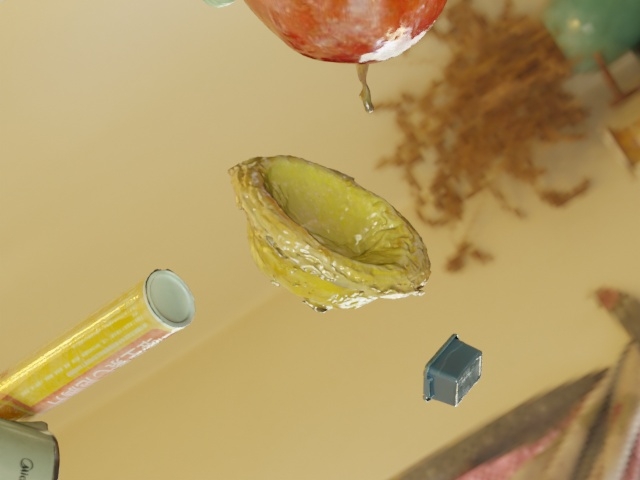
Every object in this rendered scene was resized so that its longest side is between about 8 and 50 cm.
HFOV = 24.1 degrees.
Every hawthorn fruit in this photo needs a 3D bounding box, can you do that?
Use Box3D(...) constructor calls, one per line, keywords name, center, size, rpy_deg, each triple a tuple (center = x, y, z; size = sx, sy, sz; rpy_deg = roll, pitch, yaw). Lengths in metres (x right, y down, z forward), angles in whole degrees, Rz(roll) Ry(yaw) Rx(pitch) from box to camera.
Box3D(name="hawthorn fruit", center=(0.031, -0.266, 1.572), size=(0.242, 0.242, 0.271), rpy_deg=(-104, -3, -71))

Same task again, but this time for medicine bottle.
Box3D(name="medicine bottle", center=(-0.358, 0.171, 2.197), size=(0.108, 0.426, 0.108), rpy_deg=(30, -136, -33))

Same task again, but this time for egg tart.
Box3D(name="egg tart", center=(0.000, 0.000, 2.048), size=(0.315, 0.120, 0.315), rpy_deg=(25, -155, -13))

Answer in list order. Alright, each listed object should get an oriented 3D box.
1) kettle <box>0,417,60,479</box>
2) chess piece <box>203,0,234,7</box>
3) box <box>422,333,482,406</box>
Box3D(name="kettle", center=(-0.585, 0.382, 2.104), size=(0.377, 0.250, 0.361), rpy_deg=(19, -123, -24))
Box3D(name="chess piece", center=(-0.107, -0.344, 1.907), size=(0.067, 0.103, 0.067), rpy_deg=(19, -118, -41))
Box3D(name="box", center=(0.195, 0.192, 2.181), size=(0.054, 0.099, 0.074), rpy_deg=(19, 133, 28))
